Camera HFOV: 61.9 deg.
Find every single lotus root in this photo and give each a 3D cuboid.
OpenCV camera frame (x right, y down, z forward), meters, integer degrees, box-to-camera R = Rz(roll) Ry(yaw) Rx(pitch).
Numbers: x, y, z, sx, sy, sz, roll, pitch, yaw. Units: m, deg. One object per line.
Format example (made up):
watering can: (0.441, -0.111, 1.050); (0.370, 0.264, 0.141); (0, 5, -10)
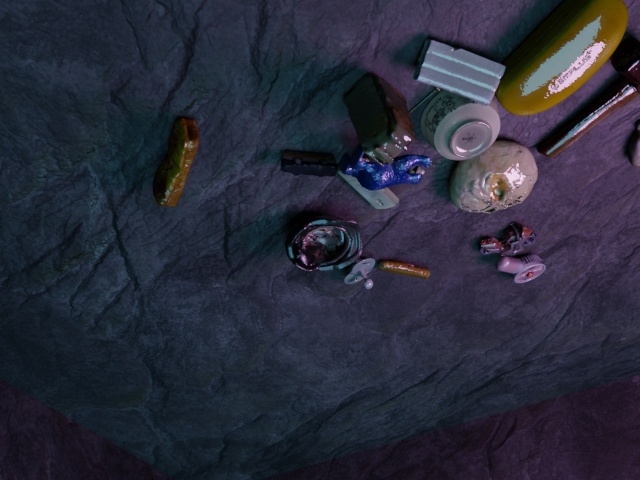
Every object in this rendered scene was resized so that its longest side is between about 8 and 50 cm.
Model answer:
lotus root: (1.039, -0.306, 1.714); (0.088, 0.088, 0.165); (-10, 125, 2)

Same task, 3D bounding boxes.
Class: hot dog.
hot dog: (0.324, 0.106, 2.041); (0.216, 0.047, 0.066); (11, 168, -17)

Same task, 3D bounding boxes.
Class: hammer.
hammer: (0.845, -0.384, 1.605); (0.242, 0.095, 0.409); (25, 129, -29)
hammer: (0.299, -0.407, 1.559); (0.029, 0.014, 0.123); (37, 123, -25)

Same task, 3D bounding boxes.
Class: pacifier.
pacifier: (0.162, 0.132, 2.002); (0.127, 0.116, 0.150); (0, 137, -45)

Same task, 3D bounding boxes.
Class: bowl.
bowl: (0.426, -0.330, 1.574); (0.238, 0.126, 0.237); (-5, 135, -5)

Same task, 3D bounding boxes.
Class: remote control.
remote control: (0.153, -0.178, 1.724); (0.098, 0.038, 0.233); (-7, 144, 44)

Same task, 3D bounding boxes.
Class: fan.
fan: (0.759, 0.103, 2.045); (0.244, 0.074, 0.130); (9, 138, -36)

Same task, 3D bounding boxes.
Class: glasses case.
glasses case: (0.645, -0.489, 1.435); (0.173, 0.141, 0.371); (25, 127, -29)

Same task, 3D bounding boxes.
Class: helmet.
helmet: (0.000, 0.000, 1.825); (0.253, 0.154, 0.198); (-17, 117, -16)

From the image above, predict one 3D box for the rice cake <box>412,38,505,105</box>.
rice cake: (0.378, -0.458, 1.450); (0.237, 0.043, 0.127); (18, 99, -11)

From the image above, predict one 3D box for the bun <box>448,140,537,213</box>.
bun: (0.565, -0.185, 1.720); (0.287, 0.146, 0.287); (-6, 136, -6)

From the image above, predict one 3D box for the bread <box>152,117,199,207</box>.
bread: (-0.423, -0.219, 1.558); (0.077, 0.139, 0.271); (9, 135, -30)

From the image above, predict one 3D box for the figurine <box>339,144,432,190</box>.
figurine: (0.190, -0.200, 1.565); (0.262, 0.164, 0.120); (6, 90, -11)

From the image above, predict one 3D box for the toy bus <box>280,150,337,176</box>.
toy bus: (-0.036, -0.236, 1.638); (0.172, 0.072, 0.057); (3, 132, -9)

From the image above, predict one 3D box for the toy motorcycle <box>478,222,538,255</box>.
toy motorcycle: (0.687, -0.003, 1.962); (0.213, 0.084, 0.118); (-14, 143, 13)

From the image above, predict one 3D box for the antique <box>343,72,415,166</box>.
antique: (0.166, -0.317, 1.438); (0.150, 0.284, 0.125); (32, 122, -31)
